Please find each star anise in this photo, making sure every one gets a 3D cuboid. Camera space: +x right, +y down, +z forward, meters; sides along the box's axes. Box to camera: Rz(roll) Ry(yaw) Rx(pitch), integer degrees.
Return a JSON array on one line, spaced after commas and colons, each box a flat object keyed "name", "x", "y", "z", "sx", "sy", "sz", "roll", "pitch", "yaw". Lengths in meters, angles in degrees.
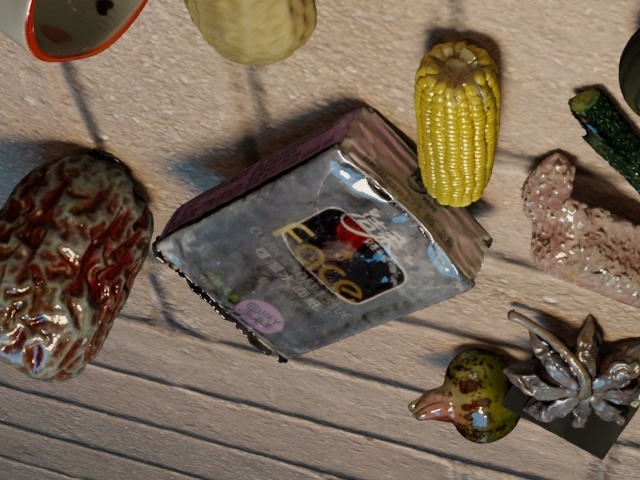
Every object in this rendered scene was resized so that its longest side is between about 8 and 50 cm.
[{"name": "star anise", "x": 0.353, "y": 0.184, "z": 2.059, "sx": 0.262, "sy": 0.081, "sz": 0.230, "roll": 38, "pitch": 132, "yaw": -26}]

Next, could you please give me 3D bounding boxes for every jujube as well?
[{"name": "jujube", "x": -0.358, "y": 0.035, "z": 2.031, "sx": 0.226, "sy": 0.317, "sz": 0.226, "roll": 21, "pitch": 160, "yaw": 8}]

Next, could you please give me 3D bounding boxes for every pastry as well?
[{"name": "pastry", "x": 0.331, "y": 0.012, "z": 1.747, "sx": 0.265, "sy": 0.112, "sz": 0.103, "roll": 33, "pitch": 161, "yaw": -23}]

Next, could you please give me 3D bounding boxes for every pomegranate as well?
[{"name": "pomegranate", "x": 0.220, "y": 0.233, "z": 2.180, "sx": 0.125, "sy": 0.163, "sz": 0.138, "roll": 9, "pitch": 114, "yaw": 57}]

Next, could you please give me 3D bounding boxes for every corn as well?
[{"name": "corn", "x": 0.150, "y": -0.122, "z": 1.635, "sx": 0.093, "sy": 0.093, "sz": 0.244, "roll": 13, "pitch": 153, "yaw": 13}]

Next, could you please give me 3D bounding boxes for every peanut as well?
[{"name": "peanut", "x": -0.074, "y": -0.271, "z": 1.449, "sx": 0.152, "sy": 0.152, "sz": 0.313, "roll": 12, "pitch": 155, "yaw": 14}]

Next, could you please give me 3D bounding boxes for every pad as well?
[{"name": "pad", "x": 0.365, "y": 0.231, "z": 2.152, "sx": 0.193, "sy": 0.116, "sz": 0.004, "roll": 29, "pitch": -170, "yaw": -19}]

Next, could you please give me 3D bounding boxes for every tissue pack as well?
[{"name": "tissue pack", "x": 0.000, "y": 0.000, "z": 1.860, "sx": 0.361, "sy": 0.122, "sz": 0.259, "roll": -23, "pitch": 122, "yaw": 42}]

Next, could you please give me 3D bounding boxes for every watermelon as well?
[{"name": "watermelon", "x": 0.335, "y": -0.152, "z": 1.432, "sx": 0.105, "sy": 0.105, "sz": 0.133, "roll": 16, "pitch": 133, "yaw": 6}]

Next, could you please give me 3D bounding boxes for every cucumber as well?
[{"name": "cucumber", "x": 0.349, "y": -0.078, "z": 1.638, "sx": 0.043, "sy": 0.044, "sz": 0.257, "roll": -12, "pitch": 140, "yaw": 38}]

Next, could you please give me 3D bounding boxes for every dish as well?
[{"name": "dish", "x": -0.239, "y": -0.298, "z": 1.407, "sx": 0.117, "sy": 0.256, "sz": 0.256, "roll": 30, "pitch": 156, "yaw": 14}]
